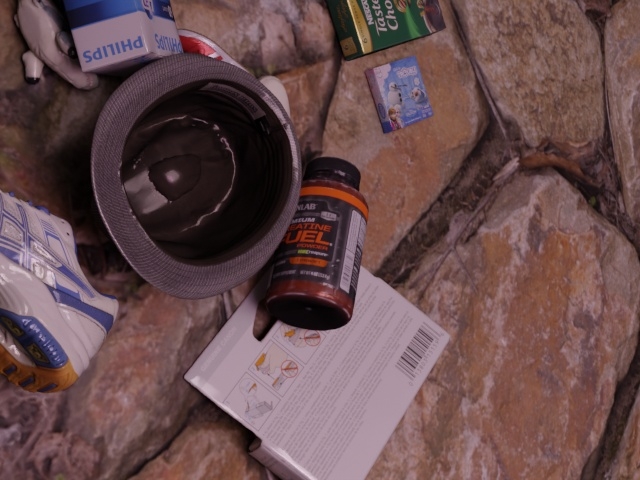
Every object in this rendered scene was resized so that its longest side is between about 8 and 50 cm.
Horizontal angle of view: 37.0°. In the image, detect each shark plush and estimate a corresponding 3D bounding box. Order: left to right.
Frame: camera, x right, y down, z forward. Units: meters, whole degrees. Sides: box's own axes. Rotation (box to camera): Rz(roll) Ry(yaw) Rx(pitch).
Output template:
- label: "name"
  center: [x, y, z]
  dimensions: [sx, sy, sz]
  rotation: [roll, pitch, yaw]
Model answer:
- label: "shark plush"
  center: [-0.286, -0.228, 0.993]
  dimensions: [0.161, 0.073, 0.067]
  rotation: [57, 30, 6]

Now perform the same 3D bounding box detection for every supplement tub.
- label: "supplement tub"
  center: [0.000, 0.000, 1.138]
  dimensions: [0.106, 0.106, 0.198]
  rotation: [31, 55, -34]

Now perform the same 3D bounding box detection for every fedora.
- label: "fedora"
  center: [-0.150, -0.066, 1.020]
  dimensions: [0.275, 0.124, 0.244]
  rotation: [-47, 114, -35]

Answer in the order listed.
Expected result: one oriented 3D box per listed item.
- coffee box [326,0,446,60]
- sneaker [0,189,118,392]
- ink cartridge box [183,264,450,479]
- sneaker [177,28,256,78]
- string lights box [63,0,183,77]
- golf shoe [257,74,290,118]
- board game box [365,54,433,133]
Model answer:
- label: "coffee box"
  center: [0.090, -0.320, 1.311]
  dimensions: [0.184, 0.040, 0.113]
  rotation: [-24, 100, -40]
- label: "sneaker"
  center: [-0.309, 0.001, 0.907]
  dimensions: [0.296, 0.111, 0.131]
  rotation: [60, 37, -21]
- label: "ink cartridge box"
  center: [-0.003, 0.149, 1.164]
  dimensions: [0.239, 0.060, 0.275]
  rotation: [39, 58, -1]
- label: "sneaker"
  center: [-0.131, -0.188, 1.106]
  dimensions: [0.118, 0.042, 0.067]
  rotation: [33, 68, -27]
- label: "string lights box"
  center: [-0.221, -0.305, 0.980]
  dimensions: [0.133, 0.076, 0.260]
  rotation: [-42, 118, -80]
- label: "golf shoe"
  center: [-0.049, -0.117, 1.139]
  dimensions: [0.069, 0.086, 0.176]
  rotation: [10, 77, -37]
- label: "board game box"
  center: [0.110, -0.203, 1.328]
  dimensions: [0.090, 0.020, 0.090]
  rotation: [-26, 100, -39]
